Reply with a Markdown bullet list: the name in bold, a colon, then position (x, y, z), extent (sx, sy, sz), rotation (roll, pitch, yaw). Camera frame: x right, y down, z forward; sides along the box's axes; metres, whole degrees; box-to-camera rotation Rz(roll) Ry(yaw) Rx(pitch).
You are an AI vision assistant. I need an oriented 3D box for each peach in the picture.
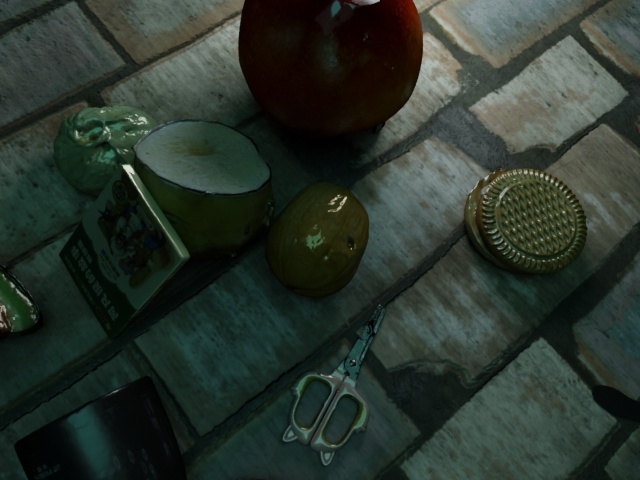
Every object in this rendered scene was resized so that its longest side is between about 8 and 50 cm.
- **peach**: position (0.017, -0.377, 0.975), extent (0.389, 0.388, 0.387), rotation (2, 71, -7)

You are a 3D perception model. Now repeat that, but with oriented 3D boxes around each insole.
- **insole**: position (0.620, 0.334, 1.008), extent (0.153, 0.002, 0.053), rotation (19, 69, 0)

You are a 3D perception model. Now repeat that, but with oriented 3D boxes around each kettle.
- **kettle**: position (-0.332, 0.401, 0.780), extent (0.269, 0.207, 0.290), rotation (-29, 85, 14)

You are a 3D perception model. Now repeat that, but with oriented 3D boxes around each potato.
- **potato**: position (-0.228, -0.090, 0.958), extent (0.247, 0.196, 0.299), rotation (-7, 41, -27)

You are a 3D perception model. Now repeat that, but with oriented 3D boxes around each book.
- **book**: position (-0.355, 0.026, 0.881), extent (0.202, 0.264, 0.027), rotation (54, 30, 10)

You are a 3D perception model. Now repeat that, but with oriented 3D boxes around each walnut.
- **walnut**: position (0.000, 0.000, 0.947), extent (0.193, 0.193, 0.225), rotation (36, 64, 6)

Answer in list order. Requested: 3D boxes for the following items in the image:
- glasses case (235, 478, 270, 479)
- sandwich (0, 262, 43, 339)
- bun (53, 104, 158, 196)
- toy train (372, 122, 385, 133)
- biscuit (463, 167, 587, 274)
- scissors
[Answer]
- **glasses case**: position (-0.030, 0.450, 0.838), extent (0.248, 0.087, 0.065), rotation (16, 66, -2)
- **sandwich**: position (-0.647, 0.151, 0.825), extent (0.250, 0.162, 0.301), rotation (38, 40, -7)
- **bun**: position (-0.427, -0.194, 0.994), extent (0.204, 0.126, 0.212), rotation (29, 69, 1)
- **toy train**: position (0.128, -0.344, 1.160), extent (0.047, 0.043, 0.207), rotation (0, 71, -12)
- **biscuit**: position (0.441, -0.044, 1.077), extent (0.260, 0.079, 0.258), rotation (2, 72, -7)
- **scissors**: position (0.047, 0.257, 0.949), extent (0.160, 0.024, 0.317), rotation (30, 70, 4)
